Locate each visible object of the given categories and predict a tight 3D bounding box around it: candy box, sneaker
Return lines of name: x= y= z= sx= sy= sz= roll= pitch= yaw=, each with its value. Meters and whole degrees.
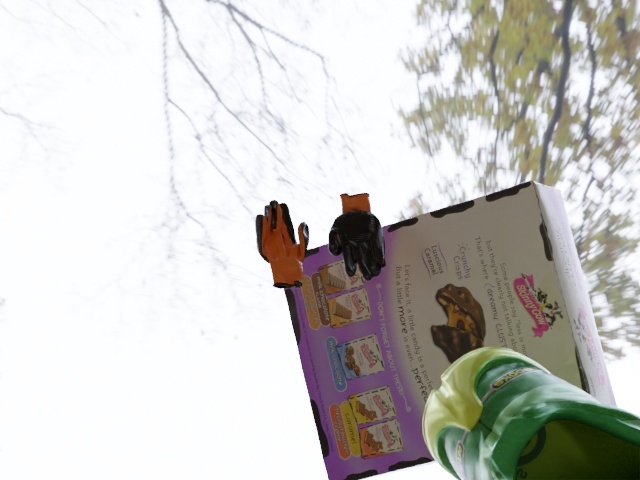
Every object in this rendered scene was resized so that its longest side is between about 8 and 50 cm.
candy box: x=0.086 y=0.066 z=1.065 sx=0.196 sy=0.070 sz=0.165 roll=-17 pitch=-100 yaw=23
sneaker: x=0.191 y=0.163 z=0.879 sx=0.295 sy=0.123 sz=0.109 roll=26 pitch=-84 yaw=-17

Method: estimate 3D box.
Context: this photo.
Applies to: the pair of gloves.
pair of gloves: x=0.000 y=0.000 z=1.003 sx=0.083 sy=0.010 sz=0.074 roll=-4 pitch=-130 yaw=-8
